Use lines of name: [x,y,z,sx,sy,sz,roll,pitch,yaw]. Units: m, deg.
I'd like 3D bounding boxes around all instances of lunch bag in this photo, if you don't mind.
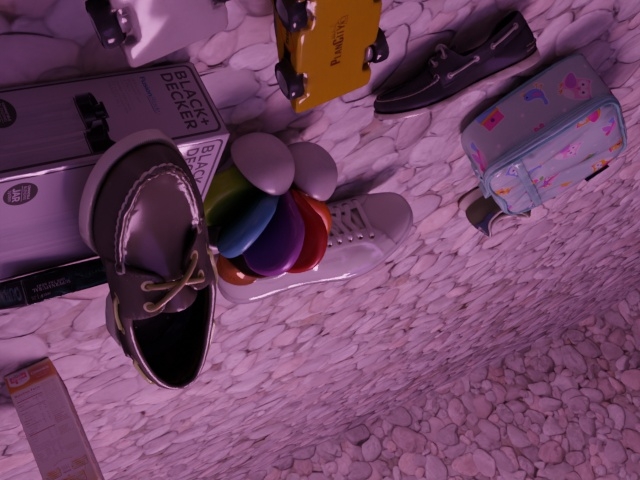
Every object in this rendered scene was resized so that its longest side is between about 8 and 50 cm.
lunch bag: [0.325,-0.137,1.223,0.224,0.108,0.279,-35,158,12]

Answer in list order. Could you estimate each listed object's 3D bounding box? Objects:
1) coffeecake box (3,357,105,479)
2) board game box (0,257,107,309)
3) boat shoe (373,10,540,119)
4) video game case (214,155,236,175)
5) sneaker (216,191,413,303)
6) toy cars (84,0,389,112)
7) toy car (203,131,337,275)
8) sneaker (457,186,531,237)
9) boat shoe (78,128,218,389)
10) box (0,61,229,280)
coffeecake box: [-0.360,0.276,1.159,0.068,0.185,0.142,-24,157,-16]
board game box: [-0.278,0.044,0.842,0.126,0.026,0.186,-17,-175,-42]
boat shoe: [0.149,-0.200,0.959,0.206,0.075,0.065,-23,115,-3]
video game case: [-0.107,-0.057,0.986,0.122,0.011,0.087,-43,156,29]
sneaker: [0.000,0.000,1.115,0.290,0.106,0.123,-23,160,-13]
toy cars: [-0.058,-0.201,0.621,0.176,0.087,0.394,-41,158,25]
toy car: [-0.058,-0.023,0.918,0.159,0.136,0.182,-41,156,27]
sneaker: [0.331,-0.076,1.393,0.192,0.086,0.064,-32,158,5]
boat shoe: [-0.141,0.030,0.745,0.109,0.091,0.305,-28,151,-26]
box: [-0.239,-0.051,0.729,0.290,0.087,0.169,-16,155,-32]
